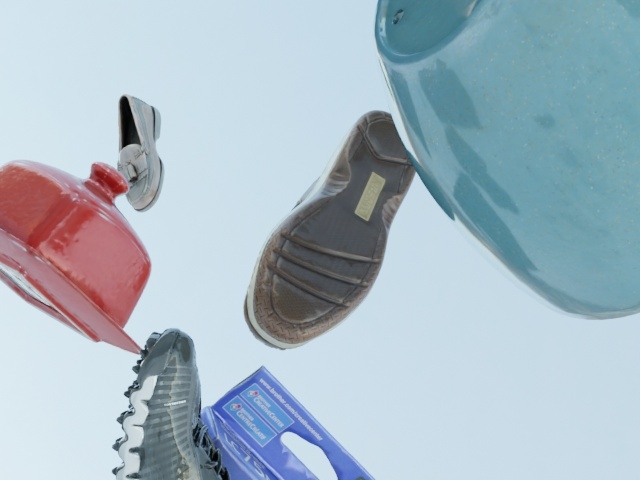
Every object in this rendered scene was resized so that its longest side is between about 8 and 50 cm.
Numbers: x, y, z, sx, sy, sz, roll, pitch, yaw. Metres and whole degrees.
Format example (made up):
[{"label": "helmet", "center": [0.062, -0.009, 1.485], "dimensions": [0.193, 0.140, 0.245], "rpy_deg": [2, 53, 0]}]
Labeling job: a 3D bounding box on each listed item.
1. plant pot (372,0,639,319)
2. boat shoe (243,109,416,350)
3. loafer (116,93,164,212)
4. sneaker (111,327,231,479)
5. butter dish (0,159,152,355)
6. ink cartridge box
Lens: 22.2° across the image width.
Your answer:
[{"label": "plant pot", "center": [0.148, -0.122, 1.019], "dimensions": [0.195, 0.290, 0.290], "rpy_deg": [29, -18, -28]}, {"label": "boat shoe", "center": [0.007, 0.005, 1.375], "dimensions": [0.095, 0.257, 0.095], "rpy_deg": [38, -38, -3]}, {"label": "loafer", "center": [-0.168, -0.079, 1.460], "dimensions": [0.045, 0.125, 0.039], "rpy_deg": [-30, -47, 25]}, {"label": "sneaker", "center": [-0.079, 0.172, 1.035], "dimensions": [0.078, 0.106, 0.234], "rpy_deg": [-77, 172, -83]}, {"label": "butter dish", "center": [-0.192, -0.008, 1.247], "dimensions": [0.160, 0.118, 0.160], "rpy_deg": [23, -18, 43]}, {"label": "ink cartridge box", "center": [-0.101, 0.257, 1.217], "dimensions": [0.186, 0.311, 0.065], "rpy_deg": [48, 2, -23]}]
